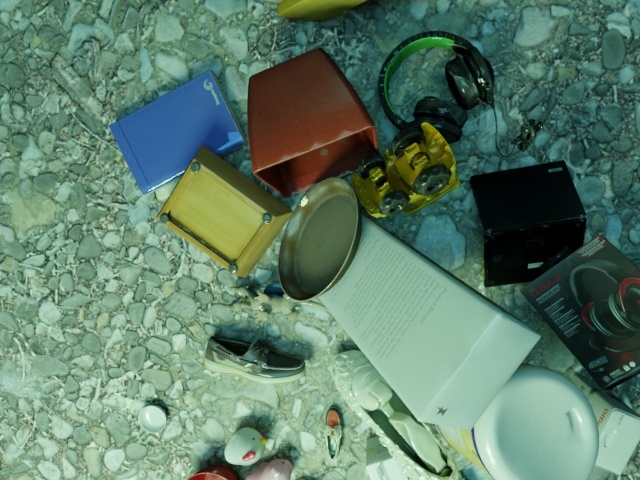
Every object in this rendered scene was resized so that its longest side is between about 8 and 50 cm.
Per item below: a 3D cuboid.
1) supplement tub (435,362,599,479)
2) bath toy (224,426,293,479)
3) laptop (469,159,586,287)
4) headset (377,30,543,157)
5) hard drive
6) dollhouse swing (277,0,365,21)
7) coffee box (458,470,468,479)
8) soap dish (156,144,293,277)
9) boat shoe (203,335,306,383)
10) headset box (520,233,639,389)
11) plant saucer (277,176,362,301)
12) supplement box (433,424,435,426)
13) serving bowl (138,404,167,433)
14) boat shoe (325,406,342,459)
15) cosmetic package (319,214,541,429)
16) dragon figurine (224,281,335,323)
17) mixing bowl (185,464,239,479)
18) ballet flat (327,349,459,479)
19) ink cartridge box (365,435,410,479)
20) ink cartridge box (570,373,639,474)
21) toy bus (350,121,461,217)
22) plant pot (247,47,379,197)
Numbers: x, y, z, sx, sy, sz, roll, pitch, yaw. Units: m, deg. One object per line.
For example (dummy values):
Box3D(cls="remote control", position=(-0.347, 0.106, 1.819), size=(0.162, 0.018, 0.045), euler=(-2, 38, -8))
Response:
Box3D(cls="supplement tub", position=(0.389, 0.380, 0.911), size=(0.241, 0.331, 0.240), euler=(1, 80, -6))
Box3D(cls="bath toy", position=(-0.126, 0.668, 1.125), size=(0.152, 0.129, 0.348), euler=(-32, 92, -26))
Box3D(cls="laptop", position=(0.514, -0.037, 1.044), size=(0.235, 0.136, 0.264), euler=(-9, 120, 8))
Box3D(cls="headset", position=(0.311, -0.330, 0.954), size=(0.394, 0.185, 0.243), euler=(39, 99, 13))
Box3D(cls="hard drive", position=(-0.383, -0.286, 1.110), size=(0.319, 0.040, 0.210), euler=(-25, 92, 8))
Box3D(cls="dollhouse swing", position=(0.093, -0.731, 1.006), size=(0.315, 0.305, 0.346), euler=(4, 98, 48))
Box3D(cls="coffee box", position=(0.332, 0.715, 1.119), size=(0.184, 0.040, 0.113), euler=(-31, 91, 8))
Box3D(cls="soap dish", position=(-0.253, -0.066, 1.059), size=(0.291, 0.118, 0.228), euler=(36, 103, -4))
Box3D(cls="boat shoe", position=(-0.179, 0.314, 1.113), size=(0.286, 0.103, 0.092), euler=(5, 101, 12))
Box3D(cls="headset box", position=(0.622, 0.146, 0.922), size=(0.218, 0.110, 0.293), euler=(-43, 50, 21))
Box3D(cls="plant saucer", position=(0.000, 0.000, 0.996), size=(0.050, 0.311, 0.310), euler=(22, 99, -33))
Box3D(cls="supplement box", position=(0.343, 0.470, 1.094), size=(0.083, 0.043, 0.055), euler=(-44, 89, 8))
Box3D(cls="serving bowl", position=(-0.483, 0.515, 1.201), size=(0.084, 0.027, 0.083), euler=(1, 95, 7))
Box3D(cls="boat shoe", position=(0.034, 0.529, 1.136), size=(0.049, 0.043, 0.136), euler=(2, 94, 8))
Box3D(cls="cosmetic package", position=(0.182, 0.141, 0.880), size=(0.162, 0.453, 0.230), euler=(27, 100, -34))
Box3D(cls="dragon figurine", position=(-0.108, 0.159, 1.094), size=(0.290, 0.144, 0.085), euler=(0, 97, -11))
Box3D(cls="mixing bowl", position=(-0.294, 0.709, 1.162), size=(0.182, 0.098, 0.181), euler=(1, 95, 7))
Box3D(cls="ballet flat", position=(0.181, 0.418, 1.004), size=(0.147, 0.147, 0.409), euler=(-47, 69, 8))
Box3D(cls="ink cartridge box", position=(0.175, 0.582, 1.073), size=(0.090, 0.143, 0.092), euler=(-23, 92, 8))
Box3D(cls="ink cartridge box", position=(0.651, 0.426, 0.980), size=(0.082, 0.191, 0.139), euler=(23, 98, 4))
Box3D(cls="toy bus", position=(0.212, -0.134, 0.977), size=(0.220, 0.211, 0.149), euler=(-33, 62, 16))
Box3D(cls="plant pot", position=(-0.029, -0.277, 0.972), size=(0.268, 0.267, 0.235), euler=(-20, 82, 8))
